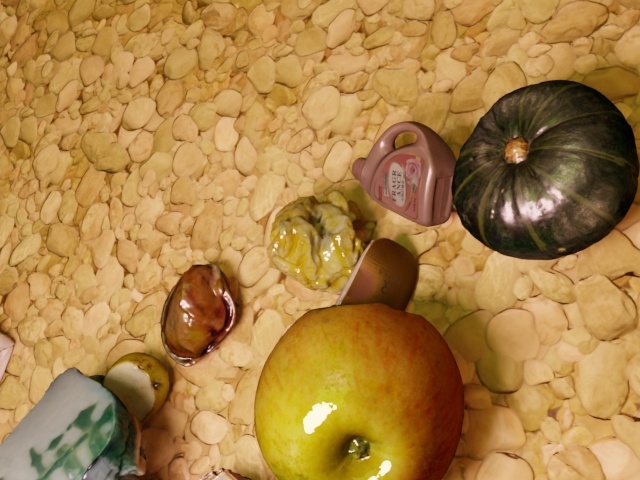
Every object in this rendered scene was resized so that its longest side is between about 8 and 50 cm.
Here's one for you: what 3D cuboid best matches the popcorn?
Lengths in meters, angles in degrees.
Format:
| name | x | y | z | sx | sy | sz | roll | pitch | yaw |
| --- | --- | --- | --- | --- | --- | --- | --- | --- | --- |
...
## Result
| name | x | y | z | sx | sy | sz | roll | pitch | yaw |
| --- | --- | --- | --- | --- | --- | --- | --- | --- | --- |
| popcorn | 0.000 | -0.001 | 1.455 | 0.187 | 0.167 | 0.186 | 8 | 46 | -3 |

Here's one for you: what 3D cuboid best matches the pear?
| name | x | y | z | sx | sy | sz | roll | pitch | yaw |
| --- | --- | --- | --- | --- | --- | --- | --- | --- | --- |
| pear | -0.364 | 0.294 | 1.583 | 0.141 | 0.104 | 0.141 | 2 | 95 | 21 |

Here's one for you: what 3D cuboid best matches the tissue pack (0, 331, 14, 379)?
| name | x | y | z | sx | sy | sz | roll | pitch | yaw |
| --- | --- | --- | --- | --- | --- | --- | --- | --- | --- |
| tissue pack | -0.936 | 0.234 | 1.826 | 0.356 | 0.266 | 0.194 | 17 | 81 | 33 |

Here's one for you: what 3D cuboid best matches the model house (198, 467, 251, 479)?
| name | x | y | z | sx | sy | sz | roll | pitch | yaw |
| --- | --- | --- | --- | --- | --- | --- | --- | --- | --- |
| model house | -0.168 | 0.531 | 1.368 | 0.325 | 0.169 | 0.245 | -9 | 62 | 25 |

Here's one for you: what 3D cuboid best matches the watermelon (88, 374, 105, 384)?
| name | x | y | z | sx | sy | sz | roll | pitch | yaw |
| --- | --- | --- | --- | --- | --- | --- | --- | --- | --- |
| watermelon | -0.466 | 0.330 | 1.632 | 0.108 | 0.109 | 0.109 | -10 | 68 | 26 |

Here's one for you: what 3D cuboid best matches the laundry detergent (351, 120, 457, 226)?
| name | x | y | z | sx | sy | sz | roll | pitch | yaw |
| --- | --- | --- | --- | --- | --- | --- | --- | --- | --- |
| laundry detergent | 0.146 | -0.137 | 1.424 | 0.237 | 0.076 | 0.171 | 34 | 127 | 48 |

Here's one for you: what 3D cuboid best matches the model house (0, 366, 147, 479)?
| name | x | y | z | sx | sy | sz | roll | pitch | yaw |
| --- | --- | --- | --- | --- | --- | --- | --- | --- | --- |
| model house | -0.396 | 0.458 | 1.447 | 0.294 | 0.329 | 0.252 | 10 | 49 | 45 |

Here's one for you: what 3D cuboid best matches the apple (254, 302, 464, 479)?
| name | x | y | z | sx | sy | sz | roll | pitch | yaw |
| --- | --- | --- | --- | --- | --- | --- | --- | --- | --- |
| apple | 0.059 | 0.259 | 1.215 | 0.339 | 0.339 | 0.340 | -10 | 68 | 26 |

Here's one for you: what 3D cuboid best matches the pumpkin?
| name | x | y | z | sx | sy | sz | roll | pitch | yaw |
| --- | --- | --- | --- | --- | --- | --- | --- | --- | --- |
| pumpkin | 0.358 | -0.106 | 1.262 | 0.300 | 0.207 | 0.300 | -17 | 63 | 36 |

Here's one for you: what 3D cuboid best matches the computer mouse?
| name | x | y | z | sx | sy | sz | roll | pitch | yaw |
| --- | --- | --- | --- | --- | --- | --- | --- | --- | --- |
| computer mouse | 0.085 | 0.115 | 1.393 | 0.245 | 0.125 | 0.056 | -60 | 25 | -2 |

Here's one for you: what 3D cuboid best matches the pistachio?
| name | x | y | z | sx | sy | sz | roll | pitch | yaw |
| --- | --- | --- | --- | --- | --- | --- | --- | --- | --- |
| pistachio | -0.248 | 0.147 | 1.556 | 0.165 | 0.130 | 0.210 | 17 | 90 | 29 |
